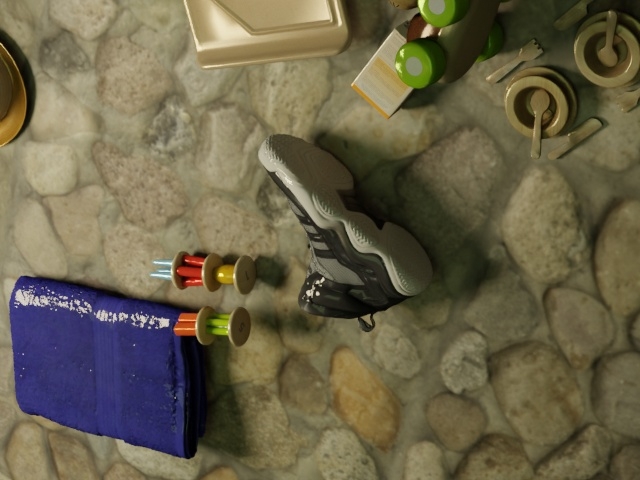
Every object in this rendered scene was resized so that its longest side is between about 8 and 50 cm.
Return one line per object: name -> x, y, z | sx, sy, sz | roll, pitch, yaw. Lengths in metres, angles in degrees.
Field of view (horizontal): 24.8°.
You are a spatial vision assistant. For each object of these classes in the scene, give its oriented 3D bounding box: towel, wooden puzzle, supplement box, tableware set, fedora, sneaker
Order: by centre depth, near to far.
tableware set -> 0.278, -0.175, 1.603 | 0.128, 0.039, 0.194 | 51, 127, -2
supplement box -> 0.090, -0.199, 1.699 | 0.062, 0.036, 0.098 | 44, 127, 4
wooden puzzle -> -0.077, -0.330, 1.727 | 0.221, 0.044, 0.239 | -2, 108, 30
sneaker -> 0.000, 0.000, 1.807 | 0.268, 0.101, 0.153 | 43, 124, 0
fedora -> -0.495, -0.202, 1.999 | 0.194, 0.079, 0.194 | 13, 120, 24
towel -> -0.303, 0.174, 2.091 | 0.308, 0.076, 0.228 | 11, 112, 25

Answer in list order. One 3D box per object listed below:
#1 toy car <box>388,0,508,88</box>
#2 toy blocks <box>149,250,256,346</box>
toy car -> 0.100, -0.274, 1.592 | 0.188, 0.155, 0.149 | 35, 126, 22
toy blocks -> -0.165, 0.077, 1.946 | 0.148, 0.054, 0.123 | 3, 83, 28
